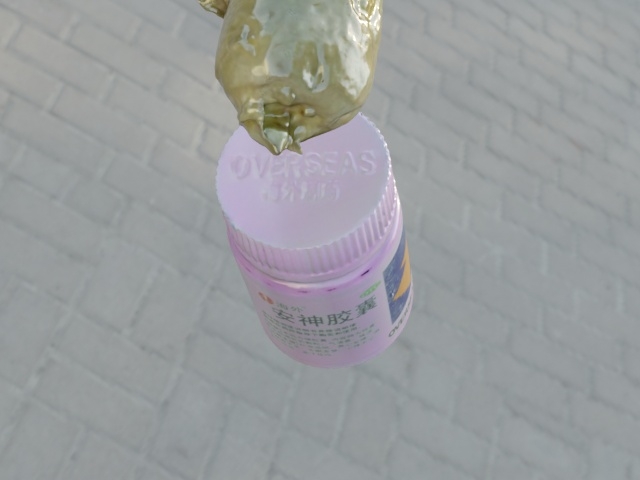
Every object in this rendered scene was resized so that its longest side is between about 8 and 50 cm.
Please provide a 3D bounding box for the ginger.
[{"bbox_3d":[-0.022,-0.190,1.167,0.138,0.152,0.267,33,36,-41],"label":"ginger"}]

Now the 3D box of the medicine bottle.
[{"bbox_3d":[0.000,0.000,1.390,0.178,0.291,0.178,-3,62,5],"label":"medicine bottle"}]
